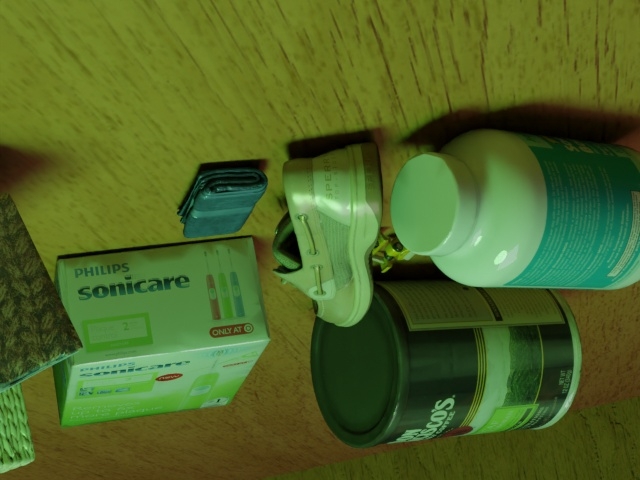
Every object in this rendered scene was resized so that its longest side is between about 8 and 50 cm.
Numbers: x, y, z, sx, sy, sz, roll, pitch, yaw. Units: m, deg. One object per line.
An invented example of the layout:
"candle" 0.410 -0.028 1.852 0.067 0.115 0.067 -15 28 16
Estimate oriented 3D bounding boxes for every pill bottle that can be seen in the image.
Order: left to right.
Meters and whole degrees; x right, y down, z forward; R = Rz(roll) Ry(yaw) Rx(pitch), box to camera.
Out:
"pill bottle" 0.194 -0.028 1.286 0.264 0.146 0.146 3 158 -38

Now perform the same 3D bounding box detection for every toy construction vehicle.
"toy construction vehicle" 0.054 0.012 1.521 0.098 0.035 0.086 -2 149 -34

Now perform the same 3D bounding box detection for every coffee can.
"coffee can" 0.155 0.145 1.704 0.275 0.202 0.201 -1 160 -31

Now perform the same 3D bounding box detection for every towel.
"towel" -0.091 -0.037 1.274 0.067 0.029 0.119 -5 161 -18

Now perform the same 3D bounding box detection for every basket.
"basket" -0.411 0.198 1.583 0.113 0.167 0.103 -21 164 29

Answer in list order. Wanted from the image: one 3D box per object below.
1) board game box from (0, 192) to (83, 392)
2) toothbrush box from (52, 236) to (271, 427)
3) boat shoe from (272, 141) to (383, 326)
"board game box" -0.381 0.101 1.099 0.291 0.141 0.232 -24 -177 42
"toothbrush box" -0.187 0.107 1.512 0.206 0.122 0.283 -6 160 -16
"boat shoe" 0.000 0.000 1.330 0.098 0.109 0.302 -4 156 -5
